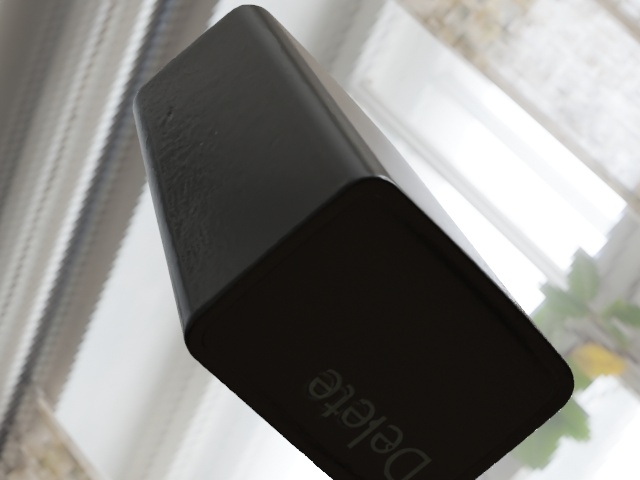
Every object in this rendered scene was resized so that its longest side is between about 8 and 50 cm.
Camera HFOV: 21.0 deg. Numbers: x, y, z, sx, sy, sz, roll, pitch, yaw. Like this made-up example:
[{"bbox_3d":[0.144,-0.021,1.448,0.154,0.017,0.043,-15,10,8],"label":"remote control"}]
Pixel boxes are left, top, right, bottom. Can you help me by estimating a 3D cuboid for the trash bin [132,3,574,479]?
[{"bbox_3d":[0.000,0.000,0.836,0.115,0.225,0.165,-41,-58,8],"label":"trash bin"}]
